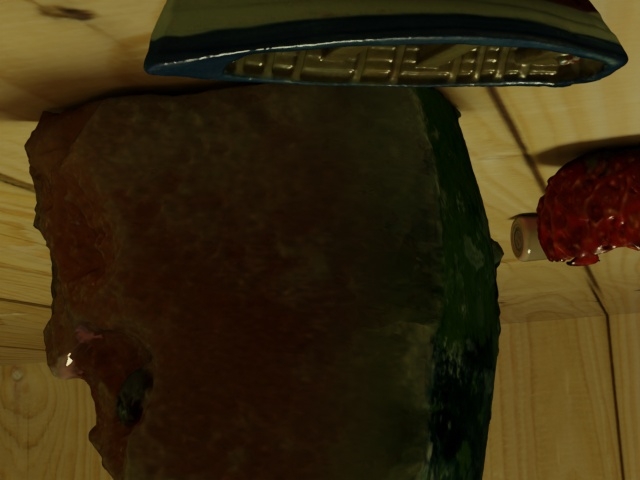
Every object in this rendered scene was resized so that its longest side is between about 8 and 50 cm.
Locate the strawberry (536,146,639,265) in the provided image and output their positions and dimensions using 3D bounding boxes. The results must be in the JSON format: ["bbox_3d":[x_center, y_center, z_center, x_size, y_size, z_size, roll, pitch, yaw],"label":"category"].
[{"bbox_3d":[0.231,-0.025,1.148,0.145,0.086,0.145,-2,174,0],"label":"strawberry"}]

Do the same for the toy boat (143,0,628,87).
[{"bbox_3d":[0.030,-0.090,0.671,0.229,0.046,0.080,0,173,-26],"label":"toy boat"}]

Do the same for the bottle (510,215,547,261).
[{"bbox_3d":[0.237,-0.005,1.498,0.096,0.045,0.045,-5,173,-14],"label":"bottle"}]

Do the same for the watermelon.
[{"bbox_3d":[-0.011,0.040,0.856,0.302,0.264,0.151,1,171,-14],"label":"watermelon"}]
